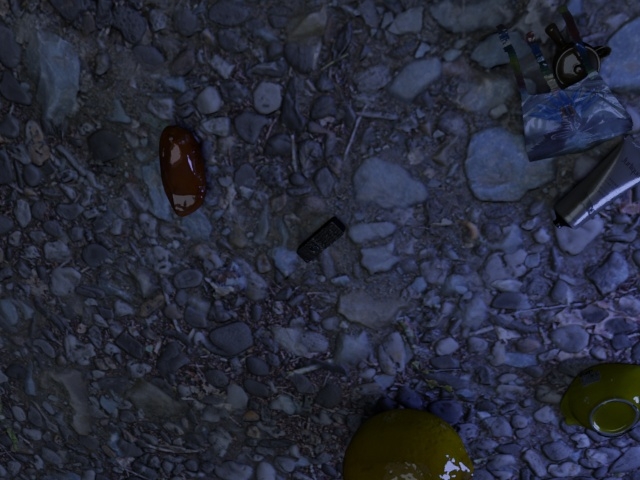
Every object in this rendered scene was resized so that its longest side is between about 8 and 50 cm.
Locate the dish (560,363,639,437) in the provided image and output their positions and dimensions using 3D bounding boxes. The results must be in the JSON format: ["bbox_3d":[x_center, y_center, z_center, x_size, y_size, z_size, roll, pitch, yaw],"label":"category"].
[{"bbox_3d":[0.576,0.335,1.228,0.148,0.080,0.208,35,117,-5],"label":"dish"}]

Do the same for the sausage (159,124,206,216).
[{"bbox_3d":[-0.267,-0.135,1.186,0.089,0.089,0.179,6,121,10],"label":"sausage"}]

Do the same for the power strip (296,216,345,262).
[{"bbox_3d":[0.000,0.000,1.217,0.038,0.029,0.111,44,117,-11],"label":"power strip"}]

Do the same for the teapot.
[{"bbox_3d":[0.391,-0.295,0.946,0.085,0.080,0.110,-34,105,26],"label":"teapot"}]

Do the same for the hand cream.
[{"bbox_3d":[0.479,-0.087,1.053,0.087,0.054,0.186,40,112,-14],"label":"hand cream"}]

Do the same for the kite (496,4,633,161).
[{"bbox_3d":[0.378,-0.234,0.942,0.169,0.015,0.310,-13,142,25],"label":"kite"}]

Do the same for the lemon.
[{"bbox_3d":[0.178,0.477,1.310,0.263,0.236,0.236,-10,116,-4],"label":"lemon"}]
